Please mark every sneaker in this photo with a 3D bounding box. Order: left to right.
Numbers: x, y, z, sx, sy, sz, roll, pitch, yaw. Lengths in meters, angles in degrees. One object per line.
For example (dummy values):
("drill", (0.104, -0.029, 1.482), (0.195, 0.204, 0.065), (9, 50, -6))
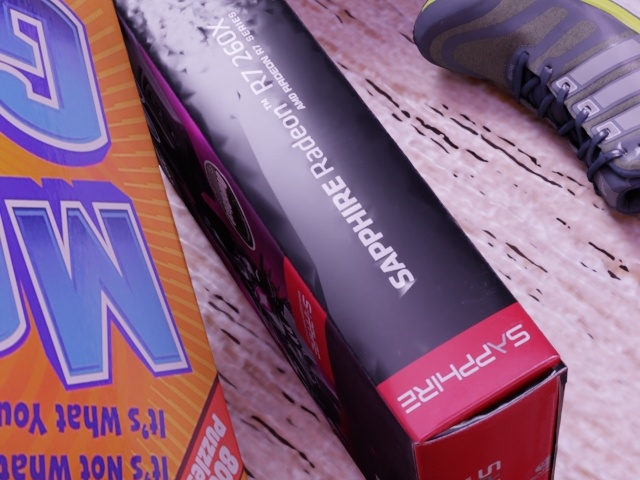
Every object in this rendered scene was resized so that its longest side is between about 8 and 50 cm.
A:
("sneaker", (0.192, -0.089, 0.956), (0.300, 0.111, 0.121), (21, 70, 20))

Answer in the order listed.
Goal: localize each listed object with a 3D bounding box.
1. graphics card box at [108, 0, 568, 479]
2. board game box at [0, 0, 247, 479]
("graphics card box", (0.000, 0.000, 0.856), (0.094, 0.233, 0.371), (-29, 62, -9))
("board game box", (-0.312, 0.028, 0.705), (0.356, 0.356, 0.356), (-27, 70, 26))
